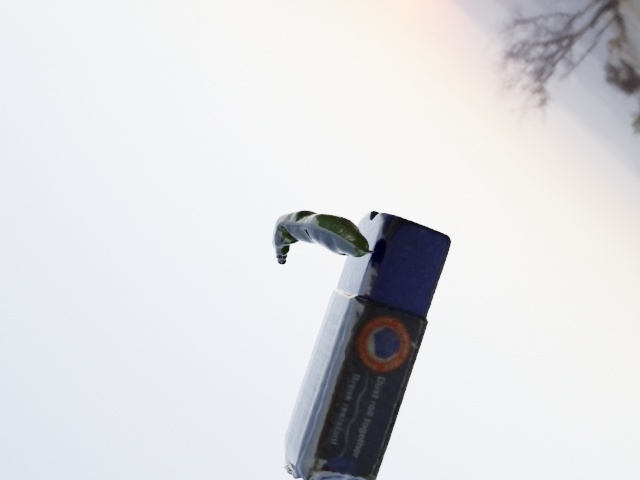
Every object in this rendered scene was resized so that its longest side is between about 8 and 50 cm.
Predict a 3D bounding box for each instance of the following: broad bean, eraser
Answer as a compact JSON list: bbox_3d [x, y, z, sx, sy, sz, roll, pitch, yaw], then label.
[{"bbox_3d":[-0.004,-0.007,1.157,0.046,0.195,0.061,-24,-82,-32],"label":"broad bean"},{"bbox_3d":[0.050,0.134,1.228,0.102,0.332,0.155,20,178,-11],"label":"eraser"}]
